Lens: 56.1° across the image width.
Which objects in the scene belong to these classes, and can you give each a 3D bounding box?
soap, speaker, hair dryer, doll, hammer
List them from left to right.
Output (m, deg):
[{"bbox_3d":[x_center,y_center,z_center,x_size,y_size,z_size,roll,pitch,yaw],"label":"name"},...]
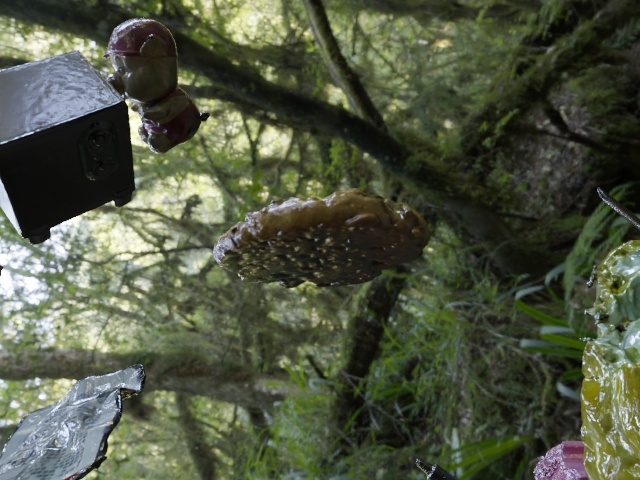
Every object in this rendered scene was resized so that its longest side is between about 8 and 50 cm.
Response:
[{"bbox_3d":[-0.475,-0.158,1.058,0.232,0.184,0.254,-30,-26,-30],"label":"speaker"},{"bbox_3d":[-0.343,-0.309,1.201,0.152,0.196,0.256,-44,-51,-45],"label":"doll"},{"bbox_3d":[0.271,0.476,1.075,0.070,0.248,0.114,-52,-14,-33],"label":"hair dryer"},{"bbox_3d":[0.479,0.407,0.971,0.099,0.250,0.162,-76,-18,-55],"label":"soap"},{"bbox_3d":[0.434,-0.009,0.793,0.021,0.178,0.065,-46,-31,8],"label":"hammer"}]

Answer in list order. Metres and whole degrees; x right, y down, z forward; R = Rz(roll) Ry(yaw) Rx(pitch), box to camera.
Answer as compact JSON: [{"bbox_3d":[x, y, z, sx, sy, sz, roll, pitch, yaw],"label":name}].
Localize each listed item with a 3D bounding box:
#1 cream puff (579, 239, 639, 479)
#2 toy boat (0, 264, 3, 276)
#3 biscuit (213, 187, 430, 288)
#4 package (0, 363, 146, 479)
[{"bbox_3d":[0.288,0.114,0.444,0.221,0.195,0.194,-52,-25,-43],"label":"cream puff"},{"bbox_3d":[-0.388,0.003,0.589,0.121,0.321,0.089,10,-50,-47],"label":"toy boat"},{"bbox_3d":[0.004,-0.001,0.845,0.334,0.289,0.081,74,-171,-74],"label":"biscuit"},{"bbox_3d":[-0.263,0.200,0.591,0.232,0.166,0.040,-117,3,-77],"label":"package"}]
